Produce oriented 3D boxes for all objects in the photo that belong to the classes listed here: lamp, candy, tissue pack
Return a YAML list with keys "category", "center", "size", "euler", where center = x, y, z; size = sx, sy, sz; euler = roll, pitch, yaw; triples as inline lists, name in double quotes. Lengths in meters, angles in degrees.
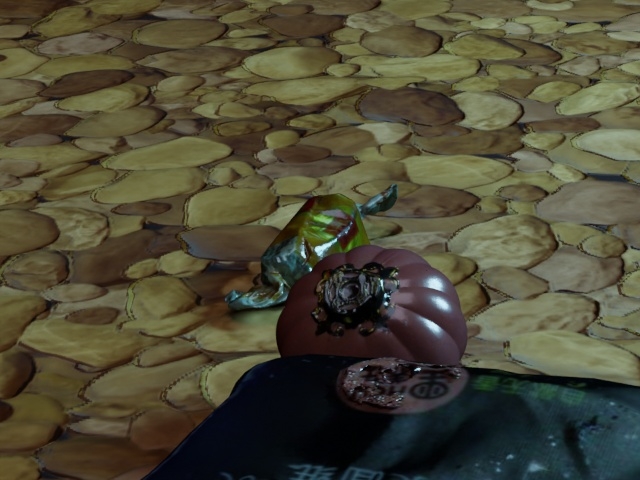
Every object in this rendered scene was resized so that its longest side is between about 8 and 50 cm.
- category: "lamp"
  center: [0.028, 0.053, 1.100]
  size: [0.107, 0.092, 0.107]
  euler: [-10, 53, 13]
- category: "candy"
  center: [0.000, 0.000, 1.297]
  size: [0.053, 0.046, 0.182]
  euler: [7, 26, 28]
- category: "tissue pack"
  center: [0.030, 0.150, 0.814]
  size: [0.245, 0.123, 0.332]
  euler: [3, 23, 22]
